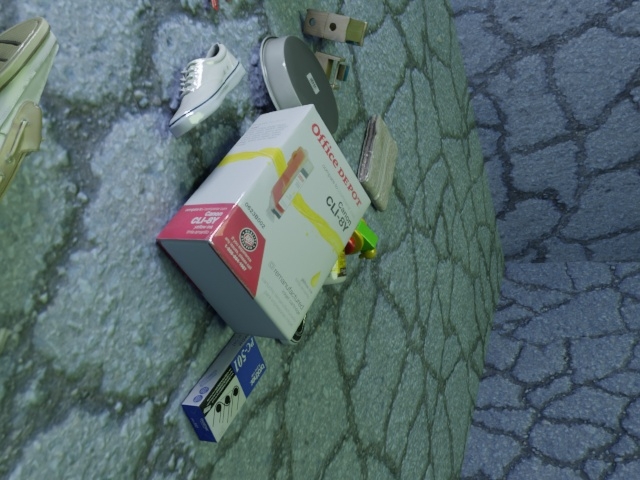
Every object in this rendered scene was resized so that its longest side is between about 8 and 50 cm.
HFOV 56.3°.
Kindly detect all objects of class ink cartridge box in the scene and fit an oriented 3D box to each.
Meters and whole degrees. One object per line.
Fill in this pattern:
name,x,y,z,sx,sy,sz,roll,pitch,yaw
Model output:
ink cartridge box,-0.090,-0.042,1.187,0.279,0.160,0.385,56,50,-33
ink cartridge box,-0.184,0.285,1.182,0.207,0.046,0.097,-55,134,-50

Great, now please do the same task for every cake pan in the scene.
cake pan,-0.041,-0.366,1.449,0.293,0.054,0.294,45,35,-43

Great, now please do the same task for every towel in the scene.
towel,0.192,-0.253,1.945,0.187,0.049,0.283,48,46,-48

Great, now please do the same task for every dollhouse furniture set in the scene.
dollhouse furniture set,0.026,-0.516,1.624,0.129,0.128,0.184,-24,132,-61

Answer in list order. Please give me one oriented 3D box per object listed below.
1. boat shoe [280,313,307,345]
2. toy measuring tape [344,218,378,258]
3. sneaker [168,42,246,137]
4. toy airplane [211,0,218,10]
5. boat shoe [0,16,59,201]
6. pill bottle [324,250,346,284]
boat shoe,-0.051,0.092,1.392,0.108,0.102,0.302,13,75,-61
toy measuring tape,0.028,-0.060,1.597,0.330,0.121,0.121,45,44,-20
sneaker,-0.232,-0.290,1.141,0.091,0.094,0.258,48,39,-23
toy airplane,-0.217,-0.549,1.245,0.151,0.028,0.151,8,81,-62
boat shoe,-0.413,-0.145,0.757,0.103,0.113,0.303,50,55,-49
pill bottle,0.000,0.000,1.483,0.117,0.117,0.215,-7,93,-62
